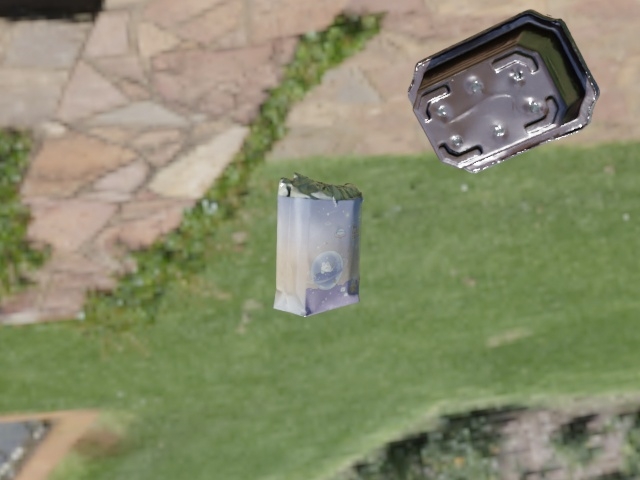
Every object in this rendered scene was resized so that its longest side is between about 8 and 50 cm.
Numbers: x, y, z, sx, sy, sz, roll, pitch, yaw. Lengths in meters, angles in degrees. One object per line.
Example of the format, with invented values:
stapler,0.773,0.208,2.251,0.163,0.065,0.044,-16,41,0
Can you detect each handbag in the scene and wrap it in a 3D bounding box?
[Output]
handbag,0.000,0.000,1.775,0.095,0.173,0.117,8,-167,36

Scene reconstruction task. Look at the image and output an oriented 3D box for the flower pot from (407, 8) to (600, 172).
flower pot,0.232,-0.186,1.960,0.251,0.178,0.084,-23,-168,31
